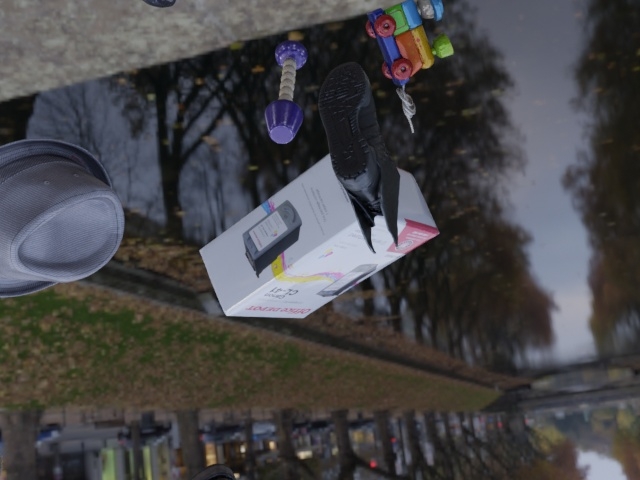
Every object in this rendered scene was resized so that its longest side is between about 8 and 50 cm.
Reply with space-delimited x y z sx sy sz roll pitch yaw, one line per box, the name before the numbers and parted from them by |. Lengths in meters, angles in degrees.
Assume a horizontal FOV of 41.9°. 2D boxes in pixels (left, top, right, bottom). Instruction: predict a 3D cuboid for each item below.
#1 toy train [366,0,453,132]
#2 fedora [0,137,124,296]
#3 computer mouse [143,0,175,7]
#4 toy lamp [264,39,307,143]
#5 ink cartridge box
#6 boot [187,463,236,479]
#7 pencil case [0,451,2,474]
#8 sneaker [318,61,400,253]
toy train | 0.197 -0.354 1.637 0.143 0.248 0.105 -24 -165 -2
fedora | -0.392 -0.018 1.203 0.124 0.243 0.275 23 -156 36
computer mouse | -0.310 -0.511 1.488 0.072 0.188 0.272 -28 169 -19
toy lamp | -0.067 -0.301 1.700 0.080 0.274 0.080 3 137 3
ink cartridge box | 0.000 0.000 1.337 0.306 0.131 0.226 -36 156 26
boot | -0.163 0.442 1.128 0.091 0.263 0.229 43 175 -32
pencil case | -0.737 0.418 1.390 0.410 0.160 0.183 -27 -152 5
sneaker | 0.041 -0.080 0.792 0.051 0.170 0.089 -17 146 19
